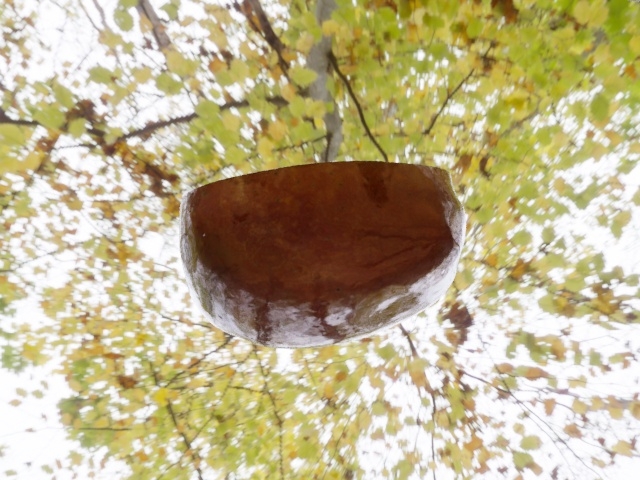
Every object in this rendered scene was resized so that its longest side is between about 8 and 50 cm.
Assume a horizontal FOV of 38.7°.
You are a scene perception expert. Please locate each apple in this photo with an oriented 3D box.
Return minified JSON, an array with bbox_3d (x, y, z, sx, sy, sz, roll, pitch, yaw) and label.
[{"bbox_3d":[0.000,0.000,1.181,0.364,0.329,0.295,-6,-64,-10],"label":"apple"}]
